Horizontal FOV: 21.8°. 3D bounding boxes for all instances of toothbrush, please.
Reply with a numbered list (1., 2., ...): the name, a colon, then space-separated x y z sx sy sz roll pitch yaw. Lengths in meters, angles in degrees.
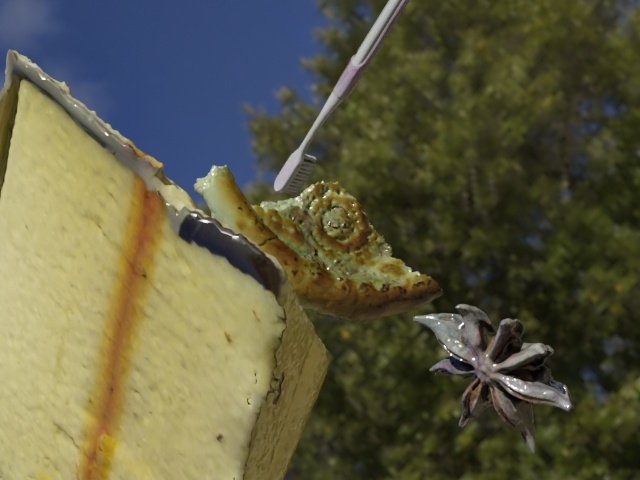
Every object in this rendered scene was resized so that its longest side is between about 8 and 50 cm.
1. toothbrush: 0.043 -0.186 1.823 0.029 0.024 0.354 12 -56 -35

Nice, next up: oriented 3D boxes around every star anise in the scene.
1. star anise: 0.200 0.150 1.886 0.061 0.204 0.181 -30 -57 -45

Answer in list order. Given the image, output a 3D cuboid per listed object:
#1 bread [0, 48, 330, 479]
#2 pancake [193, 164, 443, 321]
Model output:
1. bread: -0.184 0.117 1.405 0.405 0.345 0.242 -61 -18 -4
2. pancake: 0.002 -0.001 2.240 0.376 0.197 0.054 23 -31 -21
